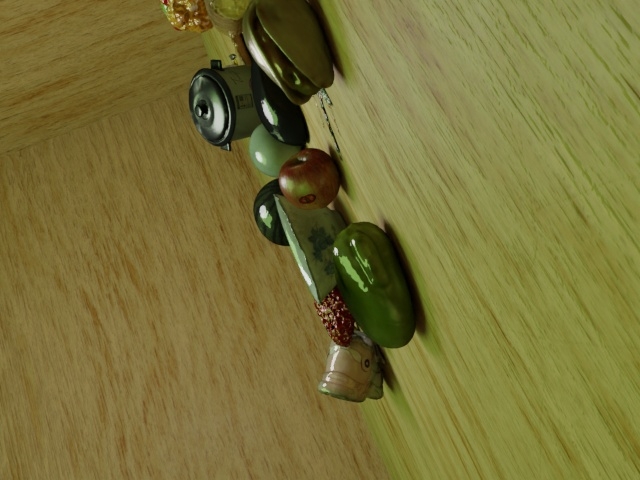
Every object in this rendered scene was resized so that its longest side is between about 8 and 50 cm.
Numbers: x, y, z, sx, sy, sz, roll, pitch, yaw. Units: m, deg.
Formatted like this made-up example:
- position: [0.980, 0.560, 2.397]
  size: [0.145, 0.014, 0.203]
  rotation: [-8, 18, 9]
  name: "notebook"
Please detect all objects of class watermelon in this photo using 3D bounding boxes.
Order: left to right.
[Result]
- position: [-0.100, -0.089, 2.063]
  size: [0.212, 0.212, 0.212]
  rotation: [158, 90, -83]
  name: "watermelon"

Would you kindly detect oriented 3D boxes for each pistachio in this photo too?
- position: [-0.055, -0.351, 1.219]
  size: [0.215, 0.144, 0.144]
  rotation: [62, 174, -4]
  name: "pistachio"

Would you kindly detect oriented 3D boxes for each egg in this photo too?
- position: [-0.129, -0.263, 1.977]
  size: [0.192, 0.149, 0.149]
  rotation: [-115, 7, -48]
  name: "egg"

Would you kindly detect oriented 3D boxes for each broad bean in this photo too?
- position: [0.106, 0.089, 1.388]
  size: [0.238, 0.119, 0.291]
  rotation: [44, 159, 55]
  name: "broad bean"

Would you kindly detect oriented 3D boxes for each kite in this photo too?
- position: [0.004, -0.284, 1.472]
  size: [0.198, 0.006, 0.244]
  rotation: [-130, 19, -68]
  name: "kite"

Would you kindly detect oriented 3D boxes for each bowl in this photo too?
- position: [0.000, 0.000, 1.814]
  size: [0.313, 0.146, 0.313]
  rotation: [159, 90, -85]
  name: "bowl"

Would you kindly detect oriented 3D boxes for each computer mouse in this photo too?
- position: [-0.125, -0.366, 1.841]
  size: [0.170, 0.100, 0.269]
  rotation: [110, 137, -77]
  name: "computer mouse"

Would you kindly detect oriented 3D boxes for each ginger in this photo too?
- position: [-0.244, -0.642, 1.831]
  size: [0.354, 0.126, 0.190]
  rotation: [-146, 44, -73]
  name: "ginger"

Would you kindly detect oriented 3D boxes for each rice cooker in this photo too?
- position: [-0.287, -0.421, 2.141]
  size: [0.241, 0.227, 0.280]
  rotation: [20, 122, 43]
  name: "rice cooker"

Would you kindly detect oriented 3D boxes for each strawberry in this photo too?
- position: [0.032, 0.184, 1.944]
  size: [0.190, 0.111, 0.236]
  rotation: [123, 151, -57]
  name: "strawberry"

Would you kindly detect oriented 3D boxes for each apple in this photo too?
- position: [-0.023, -0.139, 1.593]
  size: [0.131, 0.146, 0.146]
  rotation: [61, 178, -32]
  name: "apple"

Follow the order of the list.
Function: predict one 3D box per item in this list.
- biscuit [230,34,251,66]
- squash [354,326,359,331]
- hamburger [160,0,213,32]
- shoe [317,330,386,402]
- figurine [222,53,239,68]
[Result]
- position: [-0.251, -0.592, 2.350]
  size: [0.154, 0.045, 0.299]
  rotation: [-141, 30, -79]
  name: "biscuit"
- position: [0.093, 0.374, 2.377]
  size: [0.137, 0.137, 0.287]
  rotation: [-122, 15, -58]
  name: "squash"
- position: [-0.446, -0.830, 2.410]
  size: [0.149, 0.237, 0.237]
  rotation: [57, 167, 42]
  name: "hamburger"
- position: [0.118, 0.378, 2.110]
  size: [0.351, 0.172, 0.198]
  rotation: [20, -97, -75]
  name: "shoe"
- position: [-0.309, -0.583, 2.601]
  size: [0.229, 0.112, 0.137]
  rotation: [58, 168, 3]
  name: "figurine"
